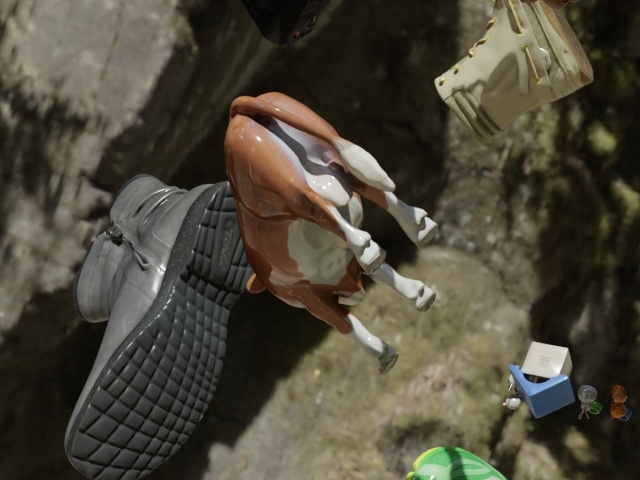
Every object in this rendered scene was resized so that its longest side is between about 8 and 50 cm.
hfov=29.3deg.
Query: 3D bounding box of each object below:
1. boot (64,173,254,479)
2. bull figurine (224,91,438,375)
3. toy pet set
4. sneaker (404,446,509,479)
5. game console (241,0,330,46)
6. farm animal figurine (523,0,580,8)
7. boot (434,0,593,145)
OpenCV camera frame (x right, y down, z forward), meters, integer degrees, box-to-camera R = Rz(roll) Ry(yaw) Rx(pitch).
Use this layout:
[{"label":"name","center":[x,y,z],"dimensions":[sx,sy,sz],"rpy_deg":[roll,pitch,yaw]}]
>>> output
[{"label":"boot","center":[-0.192,0.085,1.272],"dimensions":[0.223,0.338,0.118],"rpy_deg":[1,-34,50]},{"label":"bull figurine","center":[0.000,0.000,1.000],"dimensions":[0.188,0.101,0.310],"rpy_deg":[35,-16,23]},{"label":"toy pet set","center":[0.239,0.162,1.233],"dimensions":[0.122,0.065,0.114],"rpy_deg":[9,-35,28]},{"label":"sneaker","center":[0.195,0.271,1.066],"dimensions":[0.295,0.109,0.123],"rpy_deg":[38,-31,-16]},{"label":"game console","center":[-0.017,-0.401,1.339],"dimensions":[0.044,0.361,0.213],"rpy_deg":[-14,63,-39]},{"label":"farm animal figurine","center":[0.321,-0.425,1.364],"dimensions":[0.172,0.330,0.327],"rpy_deg":[2,-12,-35]},{"label":"boot","center":[0.238,-0.288,1.734],"dimensions":[0.262,0.203,0.095],"rpy_deg":[60,25,2]}]
